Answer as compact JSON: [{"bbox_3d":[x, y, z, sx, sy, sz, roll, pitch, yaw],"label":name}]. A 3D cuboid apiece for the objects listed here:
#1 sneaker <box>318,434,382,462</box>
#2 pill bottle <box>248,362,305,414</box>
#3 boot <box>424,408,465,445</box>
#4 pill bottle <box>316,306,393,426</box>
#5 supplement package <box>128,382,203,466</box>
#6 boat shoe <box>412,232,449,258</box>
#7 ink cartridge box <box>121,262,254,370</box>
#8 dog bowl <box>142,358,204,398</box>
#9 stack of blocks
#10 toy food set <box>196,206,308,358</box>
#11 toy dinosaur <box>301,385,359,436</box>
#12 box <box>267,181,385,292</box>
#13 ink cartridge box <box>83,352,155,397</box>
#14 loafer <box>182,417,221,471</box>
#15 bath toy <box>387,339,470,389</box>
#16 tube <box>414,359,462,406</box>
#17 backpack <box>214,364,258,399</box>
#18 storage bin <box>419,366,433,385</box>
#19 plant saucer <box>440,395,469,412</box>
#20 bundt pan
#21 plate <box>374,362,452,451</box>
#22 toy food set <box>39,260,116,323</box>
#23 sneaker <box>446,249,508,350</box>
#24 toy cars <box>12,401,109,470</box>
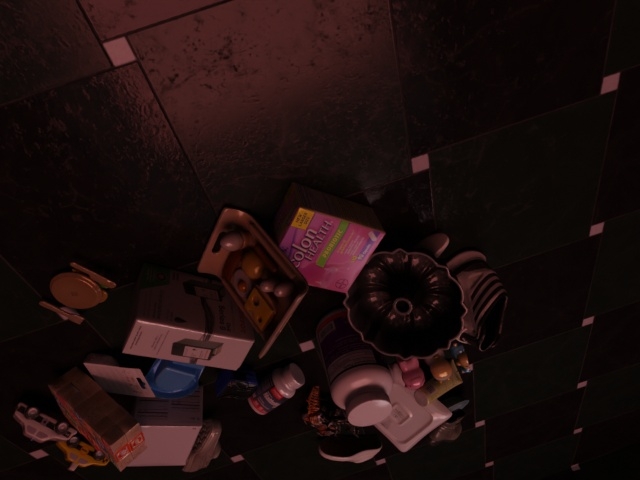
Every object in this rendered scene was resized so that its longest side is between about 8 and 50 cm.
[{"bbox_3d":[0.115,0.896,1.853,0.290,0.106,0.123,10,122,-23],"label":"sneaker"},{"bbox_3d":[-0.146,0.489,1.467,0.180,0.108,0.108,-37,127,14],"label":"pill bottle"},{"bbox_3d":[0.537,0.741,1.781,0.246,0.083,0.161,4,127,-45],"label":"boot"},{"bbox_3d":[0.101,0.363,1.294,0.181,0.323,0.182,-7,129,-9],"label":"pill bottle"},{"bbox_3d":[-0.511,0.599,1.424,0.204,0.145,0.262,11,126,-22],"label":"supplement package"},{"bbox_3d":[0.302,0.051,1.273,0.063,0.066,0.184,28,116,-38],"label":"boat shoe"},{"bbox_3d":[-0.329,0.194,1.124,0.289,0.211,0.121,18,119,-27],"label":"ink cartridge box"},{"bbox_3d":[-0.408,0.359,1.318,0.166,0.074,0.297,29,115,-32],"label":"dog bowl"},{"bbox_3d":[-0.625,0.509,1.247,0.087,0.297,0.171,-38,143,-42],"label":"stack of blocks"},{"bbox_3d":[-0.177,0.097,1.048,0.092,0.306,0.220,-7,137,-48],"label":"toy food set"},{"bbox_3d":[0.026,0.635,1.610,0.218,0.164,0.322,-8,152,12],"label":"toy dinosaur"},{"bbox_3d":[0.000,0.000,1.118,0.243,0.117,0.214,16,122,-25],"label":"box"},{"bbox_3d":[-0.575,0.391,1.281,0.179,0.045,0.145,1,128,9],"label":"ink cartridge box"},{"bbox_3d":[-0.412,0.738,1.597,0.111,0.112,0.319,11,131,-28],"label":"loafer"},{"bbox_3d":[0.333,0.452,1.531,0.348,0.151,0.129,-19,107,3],"label":"bath toy"},{"bbox_3d":[0.433,0.521,1.597,0.240,0.062,0.070,-18,122,-39],"label":"tube"},{"bbox_3d":[-0.262,0.449,1.409,0.120,0.101,0.098,24,120,-34],"label":"backpack"},{"bbox_3d":[0.372,0.580,1.691,0.122,0.084,0.180,24,117,-29],"label":"storage bin"},{"bbox_3d":[0.460,0.720,1.795,0.317,0.044,0.318,-21,146,-15],"label":"plant saucer"},{"bbox_3d":[0.235,0.156,1.222,0.330,0.124,0.331,6,111,17],"label":"bundt pan"},{"bbox_3d":[0.292,0.635,1.636,0.277,0.045,0.278,41,115,5],"label":"plate"},{"bbox_3d":[-0.609,0.124,1.112,0.192,0.038,0.132,-40,119,23],"label":"toy food set"},{"bbox_3d":[0.359,0.253,1.319,0.169,0.257,0.447,28,116,-31],"label":"sneaker"},{"bbox_3d":[-0.811,0.633,1.371,0.176,0.087,0.394,4,136,21],"label":"toy cars"}]
